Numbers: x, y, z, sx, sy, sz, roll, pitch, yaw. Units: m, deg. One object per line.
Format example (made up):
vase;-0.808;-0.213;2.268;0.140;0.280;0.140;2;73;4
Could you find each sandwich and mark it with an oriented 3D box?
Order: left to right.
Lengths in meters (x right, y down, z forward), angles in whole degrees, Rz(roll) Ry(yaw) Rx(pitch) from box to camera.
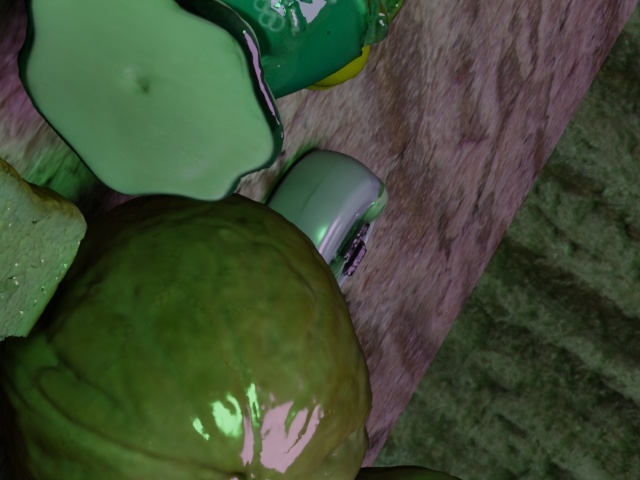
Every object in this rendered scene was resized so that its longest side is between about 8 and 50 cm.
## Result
sandwich;-0.273;0.064;1.272;0.273;0.095;0.249;-62;169;-3

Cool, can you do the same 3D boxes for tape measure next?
tape measure;-0.002;0.001;2.038;0.196;0.105;0.178;-59;164;-8

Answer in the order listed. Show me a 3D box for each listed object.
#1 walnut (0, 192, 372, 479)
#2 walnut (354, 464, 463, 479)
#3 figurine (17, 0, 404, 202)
walnut;-0.110;0.110;1.483;0.333;0.333;0.333;-55;163;-25
walnut;0.037;0.361;1.581;0.381;0.381;0.381;-55;163;-25
figurine;-0.054;-0.203;1.323;0.340;0.231;0.324;-57;140;-45
